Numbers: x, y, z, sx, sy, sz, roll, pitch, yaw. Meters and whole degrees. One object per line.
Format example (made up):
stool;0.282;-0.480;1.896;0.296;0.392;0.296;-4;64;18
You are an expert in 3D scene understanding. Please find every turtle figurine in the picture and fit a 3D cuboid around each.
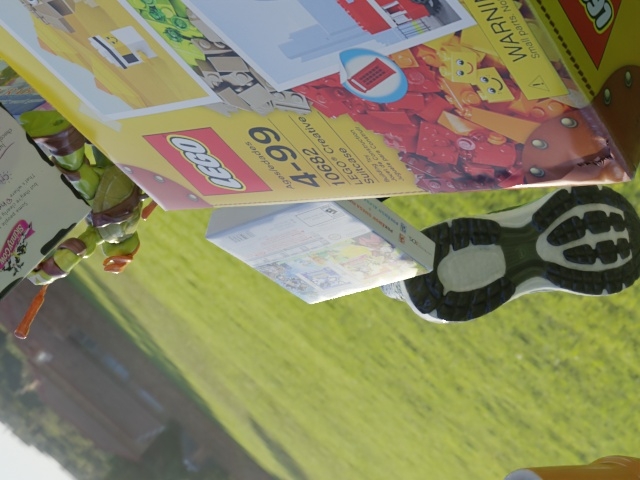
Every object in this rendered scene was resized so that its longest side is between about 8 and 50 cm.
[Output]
turtle figurine;-0.223;-0.043;1.040;0.087;0.269;0.217;19;142;30

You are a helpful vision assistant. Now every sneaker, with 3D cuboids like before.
sneaker;0.255;0.015;1.439;0.182;0.410;0.158;172;91;-66

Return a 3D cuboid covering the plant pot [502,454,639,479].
plant pot;0.306;0.347;1.241;0.187;0.205;0.205;15;175;-24

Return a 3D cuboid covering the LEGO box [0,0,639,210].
LEGO box;-0.079;-0.243;0.541;0.372;0.193;0.500;-2;143;41

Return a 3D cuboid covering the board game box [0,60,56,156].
board game box;-0.365;-0.210;1.444;0.318;0.318;0.066;3;123;39

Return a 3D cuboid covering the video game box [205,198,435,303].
video game box;0.000;0.000;1.250;0.205;0.048;0.187;-17;138;41

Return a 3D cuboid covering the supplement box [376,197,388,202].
supplement box;0.058;-0.090;1.299;0.083;0.083;0.056;58;-171;-15

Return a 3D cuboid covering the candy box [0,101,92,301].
candy box;-0.328;-0.058;0.881;0.071;0.159;0.233;3;136;54
